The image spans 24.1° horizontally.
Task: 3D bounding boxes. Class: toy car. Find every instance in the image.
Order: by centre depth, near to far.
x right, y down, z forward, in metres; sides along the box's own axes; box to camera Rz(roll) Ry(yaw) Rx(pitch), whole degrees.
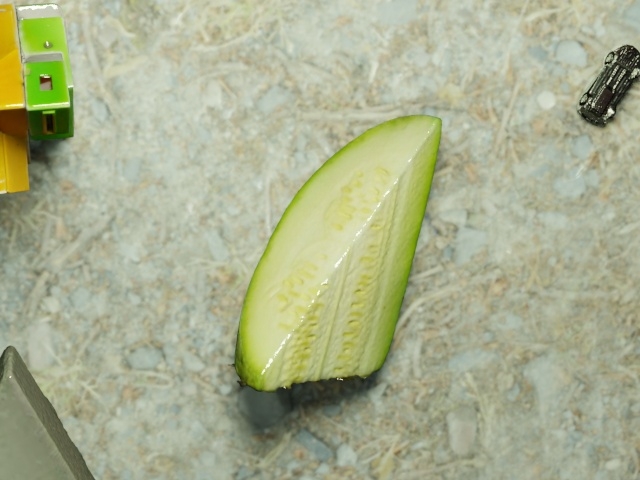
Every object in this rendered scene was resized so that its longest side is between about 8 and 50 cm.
[{"bbox_3d":[0.316,-0.171,1.632,0.041,0.025,0.093,29,98,-17],"label":"toy car"}]

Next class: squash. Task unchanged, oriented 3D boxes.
[{"bbox_3d":[0.000,0.000,1.558,0.203,0.111,0.288,-3,109,-45],"label":"squash"}]

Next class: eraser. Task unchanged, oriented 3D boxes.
[{"bbox_3d":[-0.269,0.283,1.570,0.077,0.111,0.352,-28,106,-2],"label":"eraser"}]

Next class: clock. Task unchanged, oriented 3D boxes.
[{"bbox_3d":[-0.342,-0.126,1.362,0.235,0.309,0.166,-6,102,-10],"label":"clock"}]
